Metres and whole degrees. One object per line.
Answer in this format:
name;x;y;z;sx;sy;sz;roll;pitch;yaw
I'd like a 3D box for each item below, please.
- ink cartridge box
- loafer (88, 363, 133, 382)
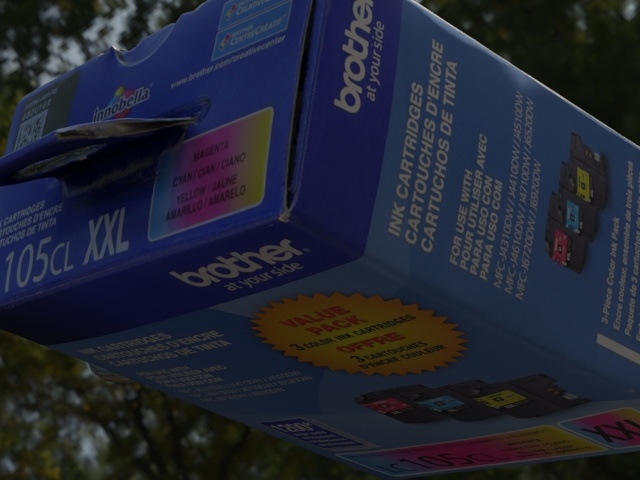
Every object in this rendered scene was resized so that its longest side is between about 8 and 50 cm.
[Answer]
ink cartridge box;0.000;0.000;0.835;0.395;0.151;0.270;28;-30;-35
loafer;-0.112;0.067;1.067;0.125;0.045;0.039;-16;-18;20
